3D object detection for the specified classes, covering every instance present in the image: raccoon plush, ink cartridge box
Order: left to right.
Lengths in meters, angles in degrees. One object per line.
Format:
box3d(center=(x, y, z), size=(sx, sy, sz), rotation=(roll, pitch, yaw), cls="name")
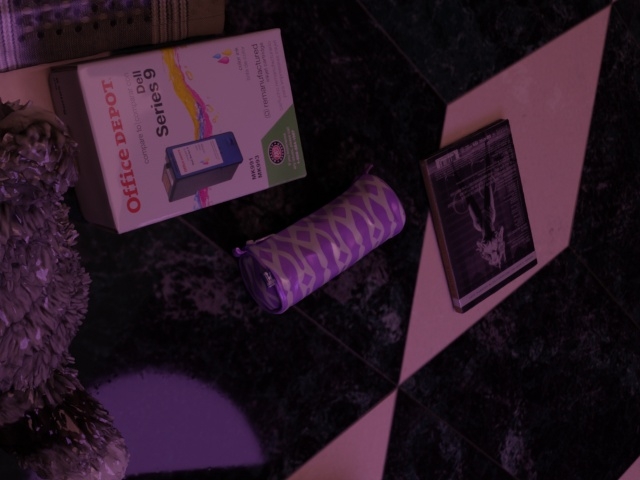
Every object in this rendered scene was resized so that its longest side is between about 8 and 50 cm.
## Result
box3d(center=(-0.215, 0.053, 0.604), size=(0.216, 0.299, 0.446), rotation=(-50, 121, -20), cls="raccoon plush")
box3d(center=(-0.133, -0.110, 0.766), size=(0.212, 0.093, 0.154), rotation=(-19, 108, -30), cls="ink cartridge box")

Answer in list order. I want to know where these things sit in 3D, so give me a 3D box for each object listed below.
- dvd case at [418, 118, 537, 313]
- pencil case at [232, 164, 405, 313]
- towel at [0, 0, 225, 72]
box3d(center=(0.219, -0.034, 1.073), size=(0.164, 0.018, 0.221), rotation=(-28, 111, -31), cls="dvd case")
box3d(center=(0.000, 0.000, 0.886), size=(0.206, 0.086, 0.088), rotation=(-32, 86, -29), cls="pencil case")
box3d(center=(-0.220, -0.301, 0.648), size=(0.312, 0.056, 0.324), rotation=(-20, 130, -32), cls="towel")
